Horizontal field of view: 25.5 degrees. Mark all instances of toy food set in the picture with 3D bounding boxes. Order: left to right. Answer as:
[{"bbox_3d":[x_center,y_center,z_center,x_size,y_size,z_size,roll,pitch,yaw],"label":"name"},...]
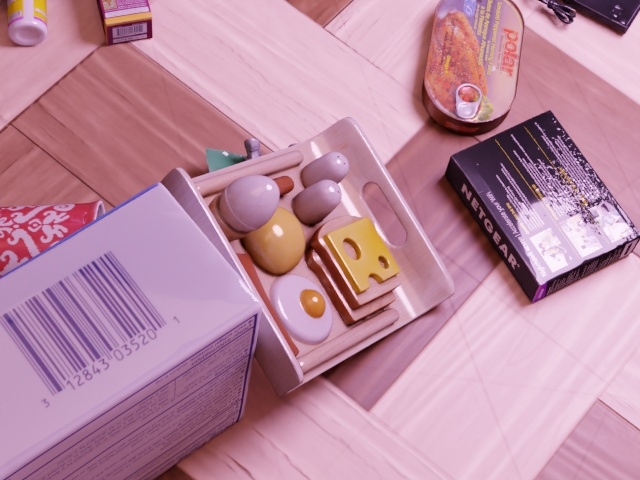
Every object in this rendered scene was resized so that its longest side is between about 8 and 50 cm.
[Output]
[{"bbox_3d":[0.000,0.000,1.348,0.306,0.092,0.220,-23,80,-54],"label":"toy food set"}]

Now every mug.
[{"bbox_3d":[-0.301,0.031,1.386,0.169,0.113,0.150,1,60,-2],"label":"mug"}]

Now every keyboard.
[{"bbox_3d":[0.289,-0.301,1.673,0.180,0.023,0.108,29,57,11],"label":"keyboard"}]

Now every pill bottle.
[{"bbox_3d":[-0.327,-0.262,1.575,0.043,0.043,0.083,-3,62,-8],"label":"pill bottle"}]

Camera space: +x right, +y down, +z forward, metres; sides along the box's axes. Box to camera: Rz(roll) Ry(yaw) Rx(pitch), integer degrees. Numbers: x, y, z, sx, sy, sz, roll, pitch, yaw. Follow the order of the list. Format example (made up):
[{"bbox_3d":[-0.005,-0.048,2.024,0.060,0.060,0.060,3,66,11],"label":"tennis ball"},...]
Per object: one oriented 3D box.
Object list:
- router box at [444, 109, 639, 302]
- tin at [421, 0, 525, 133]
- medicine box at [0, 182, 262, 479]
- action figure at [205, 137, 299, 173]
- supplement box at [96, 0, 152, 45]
[{"bbox_3d":[0.236,-0.040,1.513,0.133,0.046,0.179,-24,67,-17],"label":"router box"},{"bbox_3d":[0.174,-0.204,1.601,0.106,0.040,0.190,10,61,4],"label":"tin"},{"bbox_3d":[-0.205,0.129,1.239,0.263,0.289,0.149,-33,72,-21],"label":"medicine box"},{"bbox_3d":[-0.053,0.008,1.453,0.137,0.063,0.232,4,65,-7],"label":"action figure"},{"bbox_3d":[-0.223,-0.267,1.589,0.055,0.043,0.083,-11,64,-11],"label":"supplement box"}]
